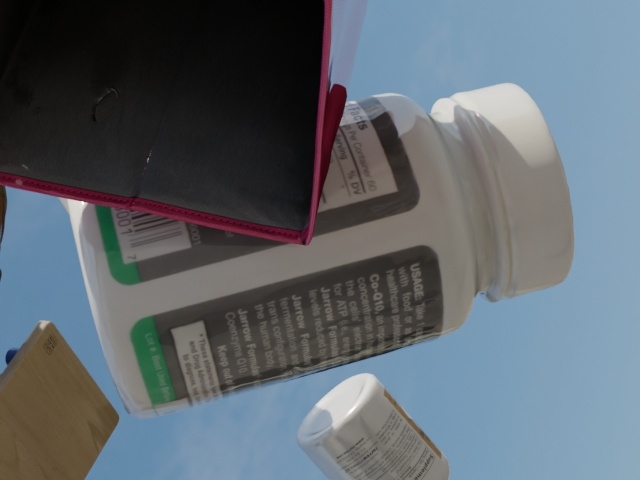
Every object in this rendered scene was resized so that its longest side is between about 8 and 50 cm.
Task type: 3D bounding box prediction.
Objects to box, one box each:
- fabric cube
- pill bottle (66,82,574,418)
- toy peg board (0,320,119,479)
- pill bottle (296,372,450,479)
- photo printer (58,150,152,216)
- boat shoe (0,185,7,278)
[{"bbox_3d":[-0.096,-0.188,0.712,0.254,0.259,0.258,95,-173,-61],"label":"fabric cube"},{"bbox_3d":[0.000,0.000,0.895,0.204,0.361,0.204,166,90,-83],"label":"pill bottle"},{"bbox_3d":[-0.301,0.188,1.127,0.160,0.079,0.161,-63,-37,-37],"label":"toy peg board"},{"bbox_3d":[0.088,0.291,1.432,0.229,0.131,0.131,49,-130,-11],"label":"pill bottle"},{"bbox_3d":[-0.214,-0.039,1.345,0.107,0.256,0.307,-35,-11,1],"label":"photo printer"},{"bbox_3d":[-0.345,0.031,1.059,0.111,0.104,0.307,-6,-44,-21],"label":"boat shoe"}]
